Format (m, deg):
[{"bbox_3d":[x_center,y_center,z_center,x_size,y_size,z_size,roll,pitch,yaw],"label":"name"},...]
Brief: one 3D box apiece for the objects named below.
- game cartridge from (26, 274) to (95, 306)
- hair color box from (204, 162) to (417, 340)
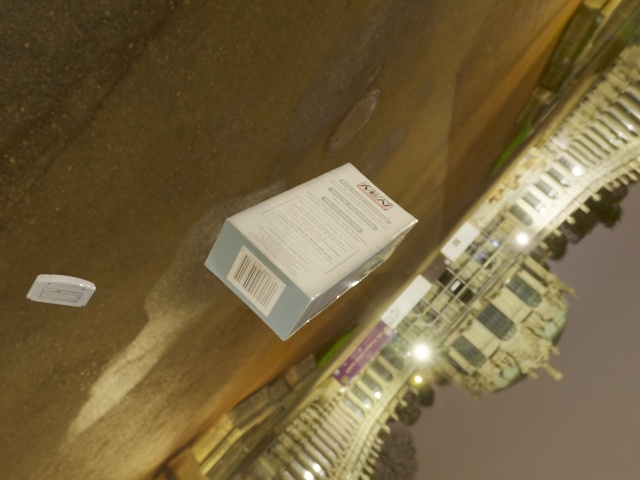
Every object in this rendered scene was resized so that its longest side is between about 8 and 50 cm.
[{"bbox_3d":[-0.380,0.073,0.867,0.083,0.017,0.056,15,136,-38],"label":"game cartridge"},{"bbox_3d":[0.000,0.000,1.036,0.374,0.185,0.114,-32,160,-51],"label":"hair color box"}]
